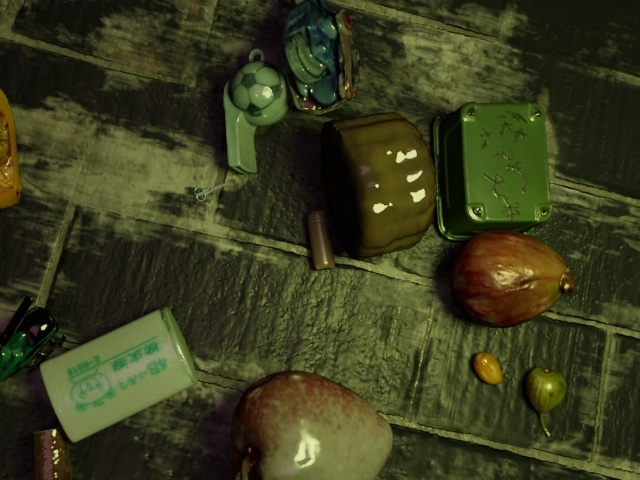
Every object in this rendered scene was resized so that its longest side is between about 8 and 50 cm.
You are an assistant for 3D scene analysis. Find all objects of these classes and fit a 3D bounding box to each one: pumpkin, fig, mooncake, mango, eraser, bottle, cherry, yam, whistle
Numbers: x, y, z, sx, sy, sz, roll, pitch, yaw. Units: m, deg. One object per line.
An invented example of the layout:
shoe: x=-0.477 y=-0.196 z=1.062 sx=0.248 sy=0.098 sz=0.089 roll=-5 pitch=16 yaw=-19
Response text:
pumpkin: x=-0.757 y=-0.215 z=1.259 sx=0.139 sy=0.190 sz=0.280 roll=-10 pitch=83 yaw=-8
fig: x=0.521 y=0.380 z=1.350 sx=0.093 sy=0.093 sz=0.166 roll=8 pitch=85 yaw=-4
mooncake: x=0.122 y=-0.122 z=1.270 sx=0.187 sy=0.324 sz=0.323 roll=-13 pitch=83 yaw=-12
mango: x=0.398 y=0.304 z=1.368 sx=0.060 sy=0.046 sz=0.089 roll=-42 pitch=92 yaw=-10
eraser: x=-0.432 y=0.288 z=1.262 sx=0.290 sy=0.104 sz=0.189 roll=-25 pitch=89 yaw=-8
bottle: x=0.000 y=0.000 z=1.370 sx=0.053 sy=0.053 sz=0.140 roll=-8 pitch=82 yaw=-7
cherry: x=-0.033 y=0.441 z=1.185 sx=0.335 sy=0.291 sz=0.326 roll=28 pitch=66 yaw=-22
yam: x=-0.574 y=0.472 z=1.235 sx=0.079 sy=0.079 sz=0.141 roll=-7 pitch=81 yaw=-7
fig: x=0.421 y=0.090 z=1.309 sx=0.263 sy=0.224 sz=0.223 roll=-6 pitch=82 yaw=-4
whistle: x=-0.140 y=-0.309 z=1.354 sx=0.164 sy=0.163 sz=0.289 roll=-4 pitch=84 yaw=-6

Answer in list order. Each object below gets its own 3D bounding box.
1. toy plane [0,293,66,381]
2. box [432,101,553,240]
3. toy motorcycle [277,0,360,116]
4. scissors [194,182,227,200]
toy plane: x=-0.679 y=0.259 z=1.220 sx=0.382 sy=0.155 sz=0.106 roll=-44 pitch=89 yaw=7
box: x=0.409 y=-0.170 z=1.373 sx=0.253 sy=0.178 sz=0.328 roll=-2 pitch=82 yaw=-4
toy motorcycle: x=-0.007 y=-0.434 z=1.347 sx=0.182 sy=0.241 sz=0.319 roll=-2 pitch=56 yaw=11
scissors: x=-0.261 y=-0.121 z=1.386 sx=0.083 sy=0.006 sz=0.036 roll=-22 pitch=86 yaw=-9
